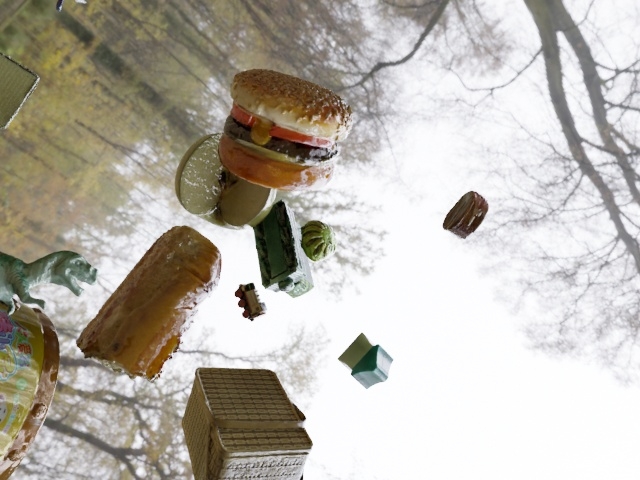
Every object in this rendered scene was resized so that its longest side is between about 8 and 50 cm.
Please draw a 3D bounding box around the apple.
[{"bbox_3d":[-0.282,-0.171,1.607,0.233,0.295,0.257,158,-51,-74],"label":"apple"}]

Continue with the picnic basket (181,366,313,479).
[{"bbox_3d":[-0.175,0.442,1.237,0.313,0.228,0.175,46,-59,58],"label":"picnic basket"}]

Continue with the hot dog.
[{"bbox_3d":[-0.382,0.138,1.259,0.367,0.196,0.365,-6,-129,61],"label":"hot dog"}]

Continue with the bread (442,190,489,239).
[{"bbox_3d":[0.462,-0.080,1.687,0.160,0.073,0.160,-55,-175,8],"label":"bread"}]

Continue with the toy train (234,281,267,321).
[{"bbox_3d":[-0.238,0.205,1.820,0.087,0.050,0.137,-26,-103,20],"label":"toy train"}]

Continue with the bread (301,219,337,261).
[{"bbox_3d":[0.000,0.000,1.598,0.071,0.139,0.129,-23,-110,32],"label":"bread"}]

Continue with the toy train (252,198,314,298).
[{"bbox_3d":[-0.105,0.034,1.649,0.139,0.178,0.330,-30,-133,17],"label":"toy train"}]

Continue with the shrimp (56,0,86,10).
[{"bbox_3d":[-0.275,-0.461,0.781,0.411,0.166,0.221,-28,-129,-7],"label":"shrimp"}]

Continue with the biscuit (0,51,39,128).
[{"bbox_3d":[-0.751,-0.361,1.130,0.147,0.250,0.046,-56,-152,4],"label":"biscuit"}]

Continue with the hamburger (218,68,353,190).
[{"bbox_3d":[-0.089,-0.286,1.349,0.330,0.330,0.249,-115,-145,-56],"label":"hamburger"}]

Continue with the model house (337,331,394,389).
[{"bbox_3d":[0.149,0.375,1.624,0.127,0.100,0.149,-47,-147,-6],"label":"model house"}]

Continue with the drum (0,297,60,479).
[{"bbox_3d":[-0.727,0.286,1.024,0.432,0.214,0.430,-16,-124,25],"label":"drum"}]

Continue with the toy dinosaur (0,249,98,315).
[{"bbox_3d":[-0.481,0.064,0.649,0.076,0.384,0.129,129,-39,-55],"label":"toy dinosaur"}]
